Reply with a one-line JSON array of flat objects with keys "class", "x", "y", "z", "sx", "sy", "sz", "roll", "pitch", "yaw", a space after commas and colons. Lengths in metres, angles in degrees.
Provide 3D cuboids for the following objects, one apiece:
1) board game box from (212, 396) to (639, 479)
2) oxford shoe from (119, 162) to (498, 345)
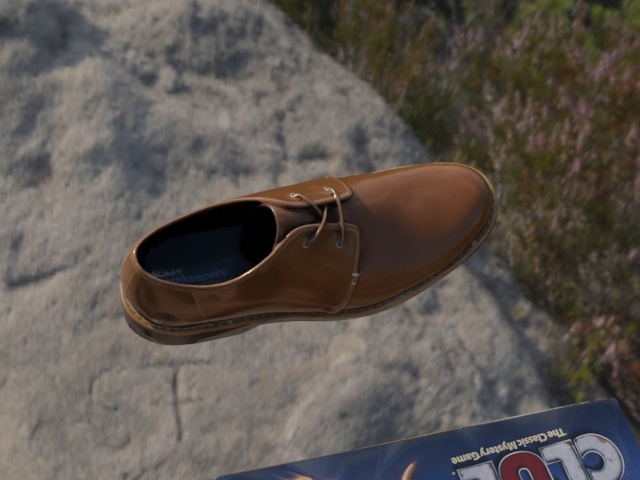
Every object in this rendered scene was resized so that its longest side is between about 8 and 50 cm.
[{"class": "board game box", "x": 0.015, "y": 0.152, "z": 0.558, "sx": 0.165, "sy": 0.243, "sz": 0.042, "roll": -8, "pitch": 59, "yaw": -21}, {"class": "oxford shoe", "x": 0.000, "y": 0.000, "z": 0.678, "sx": 0.212, "sy": 0.076, "sz": 0.076, "roll": -17, "pitch": 69, "yaw": -13}]
